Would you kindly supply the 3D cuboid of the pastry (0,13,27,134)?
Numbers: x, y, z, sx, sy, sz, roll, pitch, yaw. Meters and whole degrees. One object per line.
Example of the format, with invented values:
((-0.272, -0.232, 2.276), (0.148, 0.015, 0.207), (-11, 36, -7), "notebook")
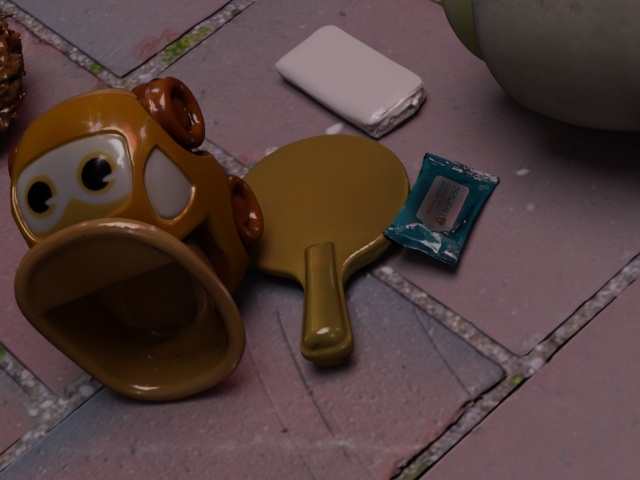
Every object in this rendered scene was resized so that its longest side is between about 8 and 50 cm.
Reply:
((-0.486, -0.200, 1.888), (0.275, 0.193, 0.275), (-10, 48, 12), "pastry")

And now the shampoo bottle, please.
((0.304, -0.269, 1.592), (0.322, 0.322, 0.317), (-44, 45, -21), "shampoo bottle")

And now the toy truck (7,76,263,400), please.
((-0.184, -0.005, 1.571), (0.204, 0.288, 0.211), (-21, 33, 21), "toy truck")

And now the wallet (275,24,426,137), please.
((0.037, -0.184, 1.810), (0.095, 0.033, 0.190), (-41, 49, -17), "wallet")

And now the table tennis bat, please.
((0.000, 0.000, 1.647), (0.198, 0.050, 0.321), (-10, 45, 6), "table tennis bat")

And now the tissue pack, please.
((0.123, -0.032, 1.641), (0.085, 0.028, 0.138), (22, 53, 12), "tissue pack")
